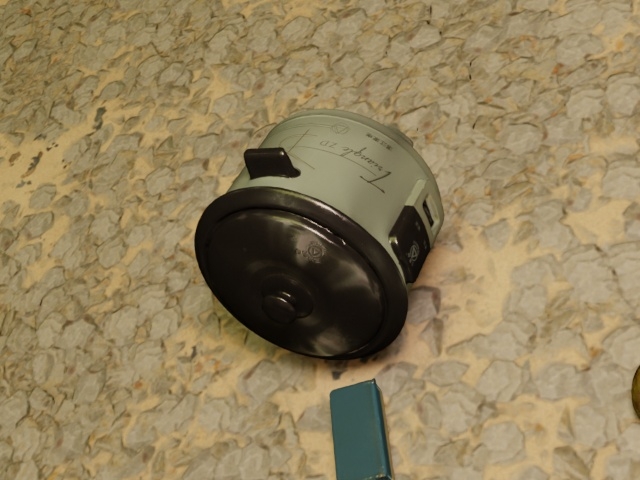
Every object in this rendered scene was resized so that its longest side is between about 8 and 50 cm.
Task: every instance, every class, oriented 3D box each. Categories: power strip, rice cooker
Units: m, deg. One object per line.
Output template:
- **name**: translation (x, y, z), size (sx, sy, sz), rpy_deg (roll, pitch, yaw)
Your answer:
- **power strip**: translation (0.043, 0.206, 1.105), size (0.056, 0.032, 0.123), rpy_deg (-19, 48, 15)
- **rice cooker**: translation (0.000, 0.000, 1.134), size (0.241, 0.280, 0.227), rpy_deg (2, 41, 29)

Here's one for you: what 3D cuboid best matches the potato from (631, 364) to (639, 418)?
- **potato**: translation (0.329, 0.138, 0.973), size (0.096, 0.066, 0.103), rpy_deg (-47, 45, -15)
